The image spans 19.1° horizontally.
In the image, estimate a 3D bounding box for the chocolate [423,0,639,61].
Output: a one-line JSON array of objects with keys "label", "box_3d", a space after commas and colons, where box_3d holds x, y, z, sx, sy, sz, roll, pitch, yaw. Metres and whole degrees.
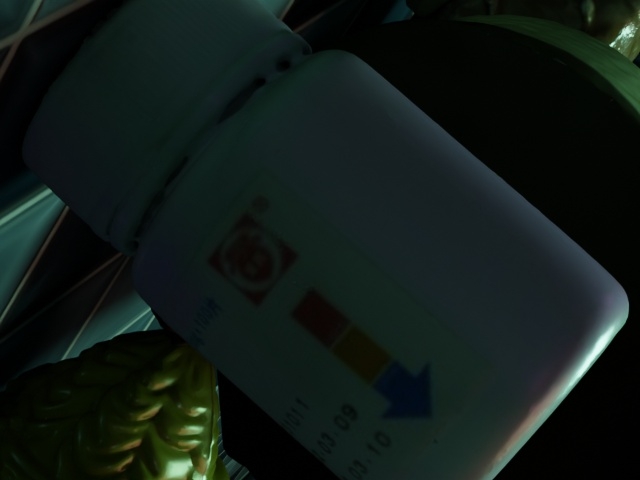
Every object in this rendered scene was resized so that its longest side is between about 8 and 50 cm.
[{"label": "chocolate", "box_3d": [0.161, -0.161, 1.461, 0.214, 0.148, 0.093, -51, 168, 4]}]

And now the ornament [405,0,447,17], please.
[{"label": "ornament", "box_3d": [0.133, -0.246, 1.147, 0.245, 0.061, 0.230, -50, 175, -1]}]

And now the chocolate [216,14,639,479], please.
[{"label": "chocolate", "box_3d": [0.120, 0.010, 1.283, 0.314, 0.326, 0.297, -4, -179, 22]}]

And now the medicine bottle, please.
[{"label": "medicine bottle", "box_3d": [0.000, 0.000, 0.853, 0.152, 0.254, 0.152, -48, 172, -9]}]

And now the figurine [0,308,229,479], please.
[{"label": "figurine", "box_3d": [-0.077, 0.050, 1.099, 0.315, 0.168, 0.187, -59, -147, 16]}]
